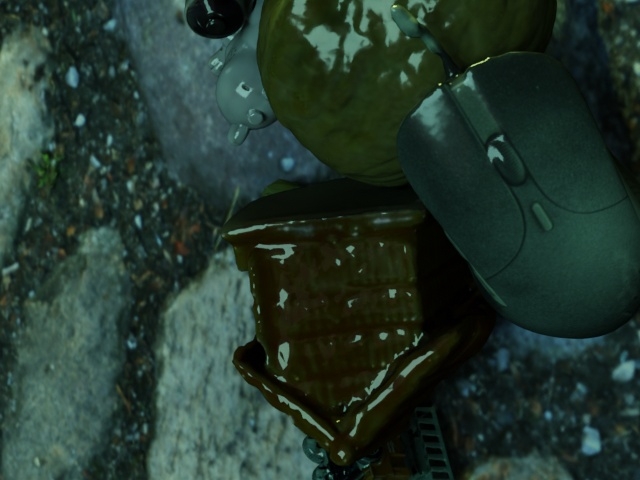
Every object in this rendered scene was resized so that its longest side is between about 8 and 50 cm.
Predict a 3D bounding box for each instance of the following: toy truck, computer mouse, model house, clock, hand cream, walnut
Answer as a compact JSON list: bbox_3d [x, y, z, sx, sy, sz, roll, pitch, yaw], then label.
[{"bbox_3d":[0.044,0.155,1.804,0.080,0.115,0.177,-45,50,43],"label":"toy truck"},{"bbox_3d":[0.160,-0.044,1.567,0.167,0.379,0.090,-35,32,9],"label":"computer mouse"},{"bbox_3d":[0.043,0.064,1.707,0.219,0.199,0.229,-2,99,16],"label":"model house"},{"bbox_3d":[-0.037,-0.176,1.783,0.176,0.080,0.117,-50,30,32],"label":"clock"},{"bbox_3d":[-0.096,-0.252,1.810,0.087,0.054,0.186,-46,29,33],"label":"hand cream"},{"bbox_3d":[0.066,-0.180,1.640,0.227,0.283,0.283,54,128,43],"label":"walnut"}]

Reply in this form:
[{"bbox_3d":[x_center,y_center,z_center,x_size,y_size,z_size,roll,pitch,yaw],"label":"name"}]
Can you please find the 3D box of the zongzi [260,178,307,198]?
[{"bbox_3d":[0.000,0.000,1.847,0.113,0.052,0.104,8,112,21],"label":"zongzi"}]
